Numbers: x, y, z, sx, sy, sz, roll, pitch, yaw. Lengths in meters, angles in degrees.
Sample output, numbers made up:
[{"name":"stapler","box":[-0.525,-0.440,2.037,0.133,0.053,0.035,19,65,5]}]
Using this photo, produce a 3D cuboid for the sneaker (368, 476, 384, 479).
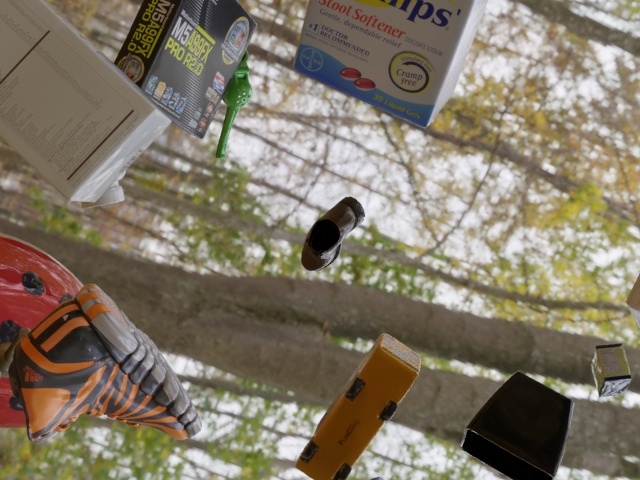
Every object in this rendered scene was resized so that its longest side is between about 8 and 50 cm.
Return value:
[{"name":"sneaker","box":[0.060,0.415,1.149,0.112,0.131,0.296,-24,142,-34]}]

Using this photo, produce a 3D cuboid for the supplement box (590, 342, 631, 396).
[{"name":"supplement box","box":[0.608,0.272,1.935,0.083,0.056,0.083,82,3,-56]}]

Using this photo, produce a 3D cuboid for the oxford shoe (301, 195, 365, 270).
[{"name":"oxford shoe","box":[0.000,0.000,1.844,0.096,0.083,0.227,-37,167,-37]}]

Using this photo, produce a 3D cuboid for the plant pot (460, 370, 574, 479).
[{"name":"plant pot","box":[0.406,0.376,1.855,0.167,0.188,0.187,-57,163,-20]}]

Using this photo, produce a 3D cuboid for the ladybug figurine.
[{"name":"ladybug figurine","box":[-0.504,0.152,1.482,0.162,0.449,0.305,8,-108,45]}]

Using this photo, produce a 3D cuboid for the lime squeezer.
[{"name":"lime squeezer","box":[-0.156,-0.295,1.592,0.110,0.059,0.310,-152,-124,-68]}]

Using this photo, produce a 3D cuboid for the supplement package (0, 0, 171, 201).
[{"name":"supplement package","box":[-0.304,-0.174,1.014,0.139,0.244,0.134,-46,-177,0]}]

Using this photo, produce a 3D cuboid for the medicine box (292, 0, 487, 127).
[{"name":"medicine box","box":[0.124,-0.381,1.531,0.149,0.263,0.289,-53,165,-48]}]

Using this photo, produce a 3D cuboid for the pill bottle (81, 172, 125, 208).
[{"name":"pill bottle","box":[-0.461,-0.175,1.870,0.117,0.117,0.208,-159,-122,-78]}]

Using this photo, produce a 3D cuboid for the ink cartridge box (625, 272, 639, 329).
[{"name":"ink cartridge box","box":[0.715,0.024,1.615,0.166,0.285,0.395,21,-105,38]}]

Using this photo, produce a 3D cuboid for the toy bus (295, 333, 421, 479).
[{"name":"toy bus","box":[0.079,0.368,1.970,0.333,0.108,0.130,-57,-179,16]}]

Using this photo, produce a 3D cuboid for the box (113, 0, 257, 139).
[{"name":"box","box":[-0.203,-0.289,1.407,0.216,0.060,0.270,-64,165,-1]}]

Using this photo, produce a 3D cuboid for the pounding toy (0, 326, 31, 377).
[{"name":"pounding toy","box":[-0.526,0.182,1.267,0.237,0.110,0.183,-38,173,-29]}]

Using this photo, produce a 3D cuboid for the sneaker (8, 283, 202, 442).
[{"name":"sneaker","box":[-0.289,0.198,1.201,0.180,0.321,0.124,-37,-135,-6]}]
